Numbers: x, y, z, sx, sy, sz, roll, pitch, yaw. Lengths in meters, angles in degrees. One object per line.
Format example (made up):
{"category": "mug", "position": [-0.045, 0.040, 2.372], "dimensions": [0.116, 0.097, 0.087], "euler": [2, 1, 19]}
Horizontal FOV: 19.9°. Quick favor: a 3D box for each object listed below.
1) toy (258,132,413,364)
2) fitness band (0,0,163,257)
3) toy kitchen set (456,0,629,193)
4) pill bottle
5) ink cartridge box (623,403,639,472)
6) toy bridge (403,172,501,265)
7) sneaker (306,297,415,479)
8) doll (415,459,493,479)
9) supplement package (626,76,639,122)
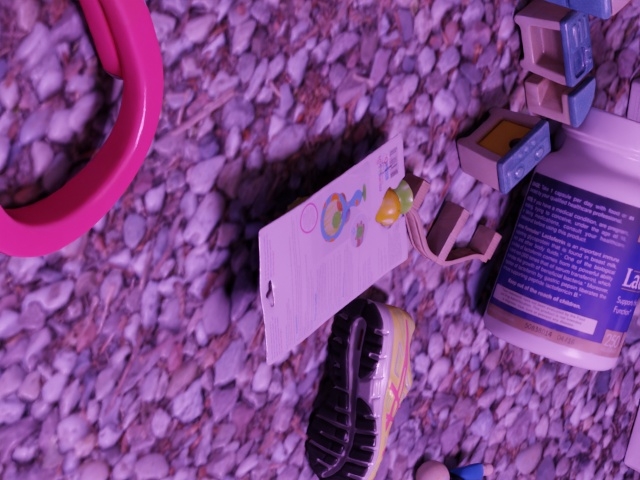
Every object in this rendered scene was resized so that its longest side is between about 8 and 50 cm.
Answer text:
{"category": "toy", "position": [0.000, 0.000, 1.687], "dimensions": [0.237, 0.056, 0.137], "euler": [-33, 129, -45]}
{"category": "fitness band", "position": [-0.211, -0.113, 1.335], "dimensions": [0.209, 0.054, 0.291], "euler": [-49, 149, -22]}
{"category": "toy kitchen set", "position": [0.219, -0.170, 1.816], "dimensions": [0.166, 0.122, 0.207], "euler": [-42, 137, -30]}
{"category": "pill bottle", "position": [0.285, -0.006, 1.965], "dimensions": [0.153, 0.153, 0.265], "euler": [9, 101, -54]}
{"category": "ink cartridge box", "position": [0.545, 0.234, 2.414], "dimensions": [0.232, 0.168, 0.171], "euler": [-9, 117, -49]}
{"category": "toy bridge", "position": [0.127, -0.008, 1.869], "dimensions": [0.188, 0.026, 0.063], "euler": [32, 85, -54]}
{"category": "sneaker", "position": [0.053, 0.159, 1.820], "dimensions": [0.094, 0.081, 0.209], "euler": [-3, 111, -54]}
{"category": "doll", "position": [0.153, 0.302, 2.054], "dimensions": [0.129, 0.046, 0.189], "euler": [-46, 134, -12]}
{"category": "supplement package", "position": [0.513, -0.082, 2.095], "dimensions": [0.175, 0.293, 0.178], "euler": [-21, 125, -45]}
